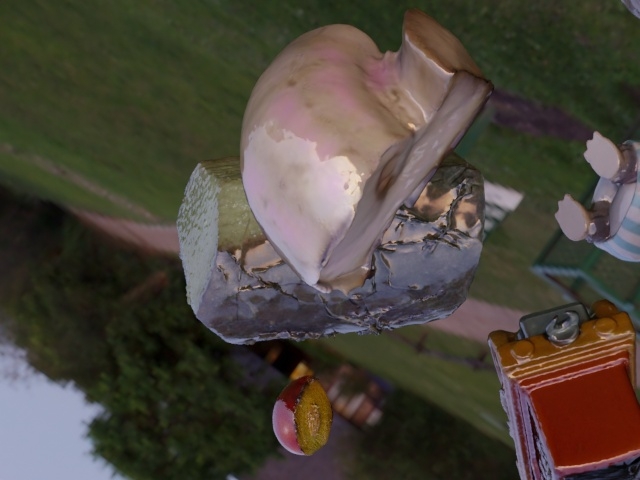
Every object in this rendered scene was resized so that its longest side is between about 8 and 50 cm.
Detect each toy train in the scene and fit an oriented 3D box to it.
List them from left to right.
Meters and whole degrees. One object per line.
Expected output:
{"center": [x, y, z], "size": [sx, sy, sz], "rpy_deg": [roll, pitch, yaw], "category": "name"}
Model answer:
{"center": [0.305, 0.213, 1.511], "size": [0.369, 0.163, 0.231], "rpy_deg": [70, -174, -53], "category": "toy train"}

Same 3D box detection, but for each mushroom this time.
{"center": [-0.004, -0.082, 1.010], "size": [0.173, 0.236, 0.162], "rpy_deg": [39, -149, 12], "category": "mushroom"}

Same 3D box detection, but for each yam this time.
{"center": [-0.001, 0.003, 1.264], "size": [0.271, 0.201, 0.202], "rpy_deg": [-2, -161, -12], "category": "yam"}

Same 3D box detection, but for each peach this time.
{"center": [-0.028, 0.212, 1.543], "size": [0.061, 0.098, 0.098], "rpy_deg": [-6, 151, 28], "category": "peach"}

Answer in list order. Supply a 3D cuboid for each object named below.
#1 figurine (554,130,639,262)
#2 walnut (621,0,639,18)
{"center": [0.539, 0.036, 1.594], "size": [0.361, 0.266, 0.377], "rpy_deg": [7, -149, -20], "category": "figurine"}
{"center": [0.409, -0.345, 1.371], "size": [0.248, 0.248, 0.248], "rpy_deg": [36, 174, 4], "category": "walnut"}
